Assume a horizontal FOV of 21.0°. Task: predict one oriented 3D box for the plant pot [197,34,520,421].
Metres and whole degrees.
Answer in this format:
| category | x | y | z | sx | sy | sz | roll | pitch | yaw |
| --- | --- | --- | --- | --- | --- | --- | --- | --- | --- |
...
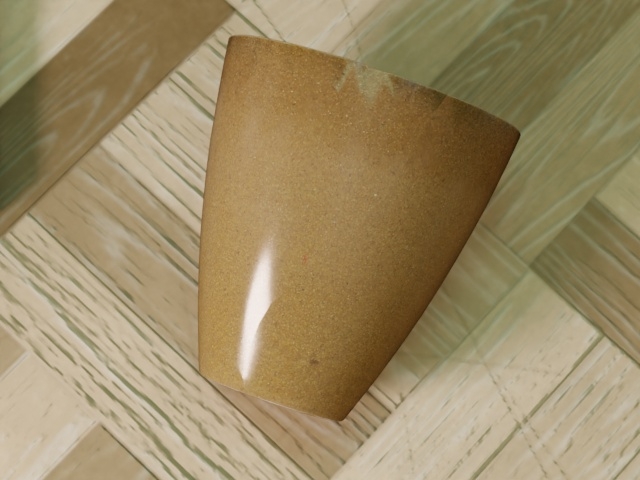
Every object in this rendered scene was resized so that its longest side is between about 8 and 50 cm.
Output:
| category | x | y | z | sx | sy | sz | roll | pitch | yaw |
| --- | --- | --- | --- | --- | --- | --- | --- | --- | --- |
| plant pot | 0.000 | 0.000 | 1.325 | 0.237 | 0.237 | 0.254 | 19 | 89 | 4 |
